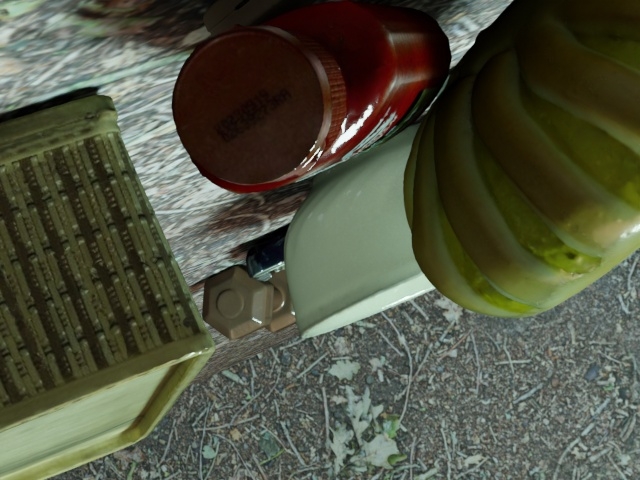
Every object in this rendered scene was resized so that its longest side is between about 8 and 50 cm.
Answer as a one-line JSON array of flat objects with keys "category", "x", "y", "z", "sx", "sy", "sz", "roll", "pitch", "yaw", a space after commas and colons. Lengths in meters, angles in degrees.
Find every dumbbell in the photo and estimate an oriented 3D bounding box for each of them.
[{"category": "dumbbell", "x": -0.078, "y": 0.076, "z": 1.950, "sx": 0.082, "sy": 0.092, "sz": 0.231, "roll": 3, "pitch": 180, "yaw": 15}]

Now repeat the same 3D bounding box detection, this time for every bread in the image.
[{"category": "bread", "x": 0.179, "y": -0.097, "z": 0.961, "sx": 0.333, "sy": 0.160, "sz": 0.333, "roll": -46, "pitch": -178, "yaw": 2}]

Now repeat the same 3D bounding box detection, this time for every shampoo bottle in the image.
[{"category": "shampoo bottle", "x": 0.000, "y": -0.078, "z": 0.815, "sx": 0.118, "sy": 0.076, "sz": 0.314, "roll": -31, "pitch": -179, "yaw": 13}]

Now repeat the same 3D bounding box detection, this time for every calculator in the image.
[{"category": "calculator", "x": 0.000, "y": 0.000, "z": 1.810, "sx": 0.177, "sy": 0.040, "sz": 0.268, "roll": -24, "pitch": 174, "yaw": 6}]

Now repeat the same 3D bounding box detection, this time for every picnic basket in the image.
[{"category": "picnic basket", "x": -0.219, "y": 0.058, "z": 0.940, "sx": 0.228, "sy": 0.175, "sz": 0.313, "roll": -21, "pitch": 169, "yaw": -20}]

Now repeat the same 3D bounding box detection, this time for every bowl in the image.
[{"category": "bowl", "x": 0.081, "y": -0.022, "z": 1.462, "sx": 0.277, "sy": 0.145, "sz": 0.277, "roll": -24, "pitch": 172, "yaw": -4}]

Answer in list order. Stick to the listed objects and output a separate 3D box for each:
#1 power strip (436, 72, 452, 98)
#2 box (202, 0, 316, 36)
[{"category": "power strip", "x": 0.191, "y": -0.165, "z": 1.211, "sx": 0.252, "sy": 0.027, "sz": 0.060, "roll": -28, "pitch": 172, "yaw": 36}, {"category": "box", "x": -0.011, "y": -0.132, "z": 0.766, "sx": 0.048, "sy": 0.025, "sz": 0.115, "roll": -28, "pitch": 179, "yaw": -43}]
